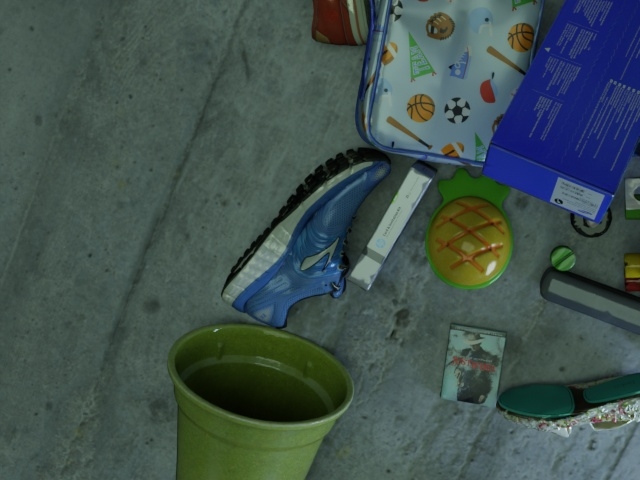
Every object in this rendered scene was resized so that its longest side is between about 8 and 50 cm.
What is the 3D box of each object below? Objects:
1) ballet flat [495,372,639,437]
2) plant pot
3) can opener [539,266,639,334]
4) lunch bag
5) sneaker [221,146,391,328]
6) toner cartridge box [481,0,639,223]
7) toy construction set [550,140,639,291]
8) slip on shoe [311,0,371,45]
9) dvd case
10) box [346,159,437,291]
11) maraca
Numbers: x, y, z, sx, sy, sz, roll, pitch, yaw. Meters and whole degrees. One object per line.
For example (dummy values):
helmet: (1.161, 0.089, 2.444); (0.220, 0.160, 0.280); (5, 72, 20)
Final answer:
ballet flat: (0.384, 0.253, 1.441); (0.241, 0.091, 0.077); (-9, 118, 16)
plant pot: (-0.111, 0.302, 1.470); (0.276, 0.276, 0.253); (16, 113, 9)
can opener: (0.448, 0.129, 1.412); (0.283, 0.076, 0.095); (21, 100, 9)
lunch bag: (0.173, -0.261, 1.369); (0.243, 0.115, 0.303); (9, 99, -5)
sneaker: (0.000, 0.000, 1.472); (0.147, 0.130, 0.330); (38, 107, -11)
toner cartridge box: (0.356, -0.202, 1.277); (0.165, 0.075, 0.347); (26, 64, 12)
toy construction set: (0.502, -0.012, 1.298); (0.309, 0.237, 0.257); (23, 102, 7)
slip on shoe: (0.004, -0.441, 1.402); (0.101, 0.123, 0.331); (-8, 101, 16)
dvd case: (0.234, 0.191, 1.494); (0.087, 0.013, 0.119); (9, 99, 10)
box: (0.107, -0.025, 1.421); (0.038, 0.145, 0.186); (31, 103, 4)
maraca: (0.219, -0.018, 1.428); (0.127, 0.099, 0.185); (6, 73, 5)
